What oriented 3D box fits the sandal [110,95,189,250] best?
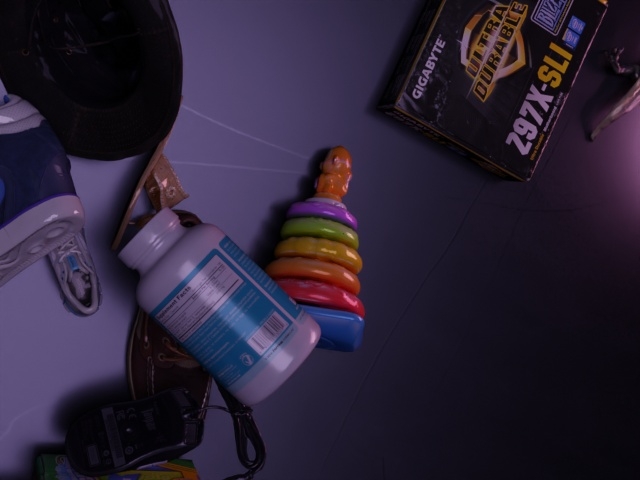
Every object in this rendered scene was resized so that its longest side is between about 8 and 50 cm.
[{"bbox_3d":[-0.217,-0.087,1.634,0.079,0.088,0.240,20,81,-13],"label":"sandal"}]

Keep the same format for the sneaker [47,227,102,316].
[{"bbox_3d":[-0.343,0.017,1.597,0.071,0.083,0.190,-25,99,-15],"label":"sneaker"}]

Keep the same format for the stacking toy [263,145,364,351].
[{"bbox_3d":[0.000,0.000,1.693,0.166,0.175,0.301,9,74,3],"label":"stacking toy"}]

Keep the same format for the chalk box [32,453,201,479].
[{"bbox_3d":[-0.305,0.404,1.563,0.289,0.179,0.180,5,103,-21],"label":"chalk box"}]

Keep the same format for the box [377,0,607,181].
[{"bbox_3d":[0.270,-0.287,1.803,0.257,0.079,0.322,28,83,-20],"label":"box"}]

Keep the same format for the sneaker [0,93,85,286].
[{"bbox_3d":[-0.483,-0.056,1.542,0.323,0.130,0.236,-30,74,7],"label":"sneaker"}]

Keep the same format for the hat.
[{"bbox_3d":[-0.295,-0.278,1.561,0.331,0.331,0.134,62,30,-12],"label":"hat"}]

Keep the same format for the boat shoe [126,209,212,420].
[{"bbox_3d":[-0.197,0.128,1.632,0.123,0.123,0.342,4,91,-20],"label":"boat shoe"}]

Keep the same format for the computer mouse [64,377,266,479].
[{"bbox_3d":[-0.199,0.284,1.562,0.262,0.060,0.184,-22,67,-5],"label":"computer mouse"}]

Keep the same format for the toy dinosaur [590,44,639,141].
[{"bbox_3d":[0.533,-0.279,1.907,0.268,0.064,0.118,-33,109,-12],"label":"toy dinosaur"}]

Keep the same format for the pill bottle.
[{"bbox_3d":[-0.137,0.079,1.511,0.264,0.146,0.146,45,78,-4],"label":"pill bottle"}]
